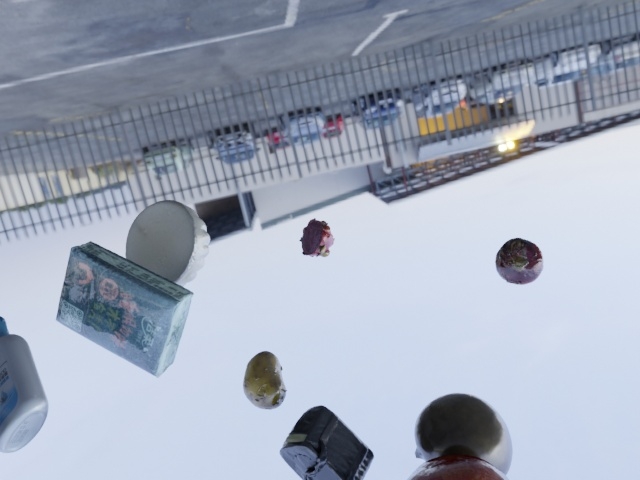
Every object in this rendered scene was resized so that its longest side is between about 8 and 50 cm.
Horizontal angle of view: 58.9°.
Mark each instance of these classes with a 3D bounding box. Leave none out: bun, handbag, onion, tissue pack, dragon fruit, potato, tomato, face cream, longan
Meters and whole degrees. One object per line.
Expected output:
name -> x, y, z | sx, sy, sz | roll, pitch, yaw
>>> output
bun -> -0.412, 0.023, 1.631 | 0.263, 0.262, 0.175 | -8, 168, 25
handbag -> 0.011, 0.620, 1.617 | 0.181, 0.254, 0.181 | -36, -171, 41
onion -> 0.446, 0.047, 1.268 | 0.107, 0.107, 0.097 | -3, 175, 43
tissue pack -> -0.491, 0.169, 1.403 | 0.316, 0.227, 0.103 | 26, -158, 10
dragon fruit -> -0.001, -0.004, 1.552 | 0.068, 0.112, 0.126 | 18, 169, -32
potato -> -0.171, 0.427, 1.720 | 0.137, 0.137, 0.175 | -13, -131, 0
tomato -> 0.300, 0.616, 1.382 | 0.339, 0.143, 0.338 | -29, 169, -6
face cream -> -0.712, 0.302, 1.287 | 0.080, 0.163, 0.336 | 22, -159, -51
longan -> 0.414, 0.587, 1.656 | 0.298, 0.297, 0.297 | -13, -170, 2
